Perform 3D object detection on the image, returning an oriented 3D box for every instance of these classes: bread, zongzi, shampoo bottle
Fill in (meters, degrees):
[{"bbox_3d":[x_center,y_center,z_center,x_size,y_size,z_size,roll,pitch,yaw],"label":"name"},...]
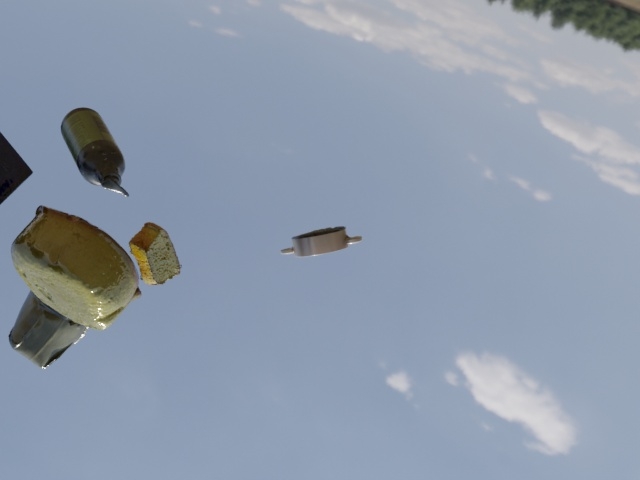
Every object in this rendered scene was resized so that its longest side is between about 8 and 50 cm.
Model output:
[{"bbox_3d":[-0.423,0.044,2.016,0.065,0.188,0.103,18,-134,28],"label":"bread"},{"bbox_3d":[-0.635,0.091,2.053,0.174,0.393,0.356,31,-159,-20],"label":"zongzi"},{"bbox_3d":[-0.484,0.052,1.556,0.269,0.270,0.148,27,-123,13],"label":"bread"},{"bbox_3d":[-0.495,-0.190,1.730,0.101,0.101,0.284,4,-148,-36],"label":"shampoo bottle"}]

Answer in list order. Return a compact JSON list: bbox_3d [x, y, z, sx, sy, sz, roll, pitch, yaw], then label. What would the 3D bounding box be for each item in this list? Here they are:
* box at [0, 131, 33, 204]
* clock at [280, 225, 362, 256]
[{"bbox_3d":[-0.949,-0.188,2.052,0.116,0.261,0.279,0,-136,39],"label":"box"},{"bbox_3d":[0.000,0.000,2.106,0.229,0.063,0.155,-8,-174,16],"label":"clock"}]
